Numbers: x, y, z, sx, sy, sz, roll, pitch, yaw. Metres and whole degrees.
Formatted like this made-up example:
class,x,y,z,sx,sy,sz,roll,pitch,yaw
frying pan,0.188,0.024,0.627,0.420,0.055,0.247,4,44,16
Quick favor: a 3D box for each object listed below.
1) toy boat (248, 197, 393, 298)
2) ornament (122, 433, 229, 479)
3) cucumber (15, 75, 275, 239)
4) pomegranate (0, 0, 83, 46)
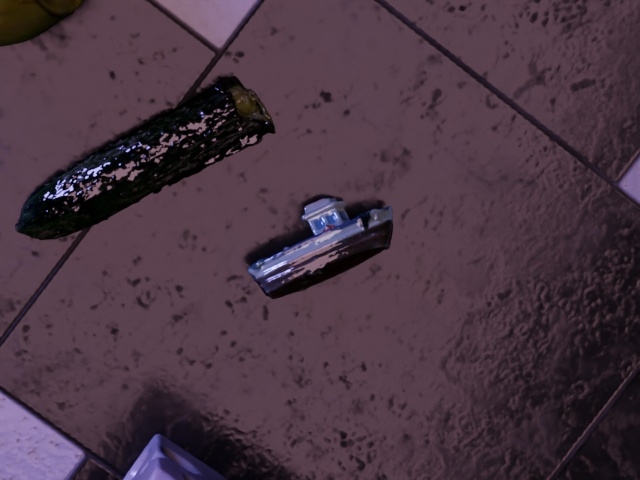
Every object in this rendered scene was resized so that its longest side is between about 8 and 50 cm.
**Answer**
class,x,y,z,sx,sy,sz,roll,pitch,yaw
toy boat,0.000,0.000,1.609,0.140,0.059,0.066,-23,72,-1
ornament,-0.112,0.349,1.547,0.239,0.240,0.240,36,93,-8
cucumber,-0.159,-0.066,1.577,0.245,0.067,0.067,-29,99,-3
pomegranate,-0.302,-0.273,1.482,0.159,0.190,0.241,-11,100,21
